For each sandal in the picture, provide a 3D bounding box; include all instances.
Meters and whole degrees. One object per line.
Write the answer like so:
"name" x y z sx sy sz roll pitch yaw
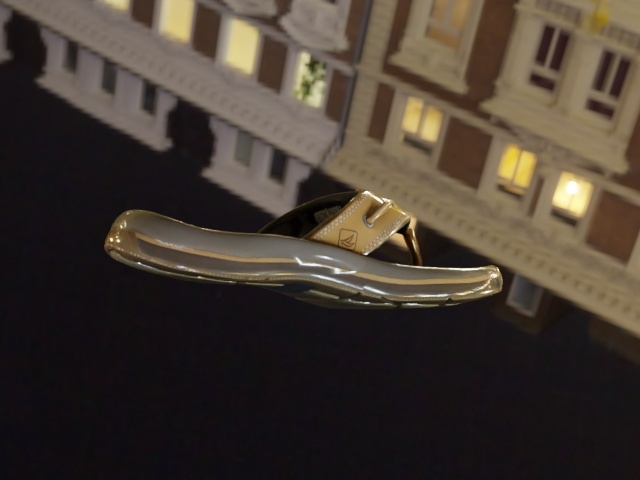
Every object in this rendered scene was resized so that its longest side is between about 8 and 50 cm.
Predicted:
"sandal" 0.000 0.000 0.654 0.219 0.060 0.090 10 171 -25
